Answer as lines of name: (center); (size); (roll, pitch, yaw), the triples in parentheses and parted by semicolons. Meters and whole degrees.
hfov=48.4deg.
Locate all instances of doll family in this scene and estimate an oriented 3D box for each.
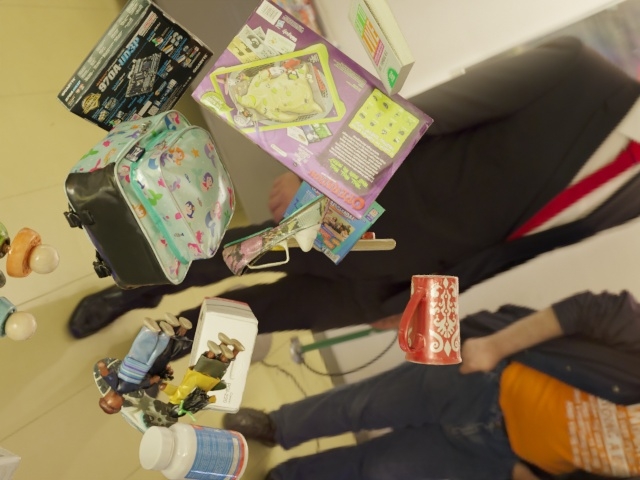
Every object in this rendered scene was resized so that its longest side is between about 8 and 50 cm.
doll family: (-0.170, 0.151, 0.804); (0.193, 0.111, 0.076); (31, 9, -37)

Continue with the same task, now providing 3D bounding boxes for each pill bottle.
pill bottle: (-0.283, 0.474, 1.588); (0.222, 0.124, 0.124); (22, 52, -39)

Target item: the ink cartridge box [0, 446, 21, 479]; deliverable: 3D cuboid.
ink cartridge box: (-0.823, 0.513, 1.632); (0.212, 0.154, 0.093); (59, 53, -73)

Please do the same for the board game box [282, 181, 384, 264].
board game box: (0.021, -0.055, 1.436); (0.160, 0.210, 0.047); (42, 60, 2)

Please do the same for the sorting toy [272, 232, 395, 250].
sorting toy: (0.000, 0.000, 1.739); (0.307, 0.229, 0.041); (-1, 92, -20)

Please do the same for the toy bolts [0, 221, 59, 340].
toy bolts: (-0.617, 0.096, 1.365); (0.218, 0.159, 0.228); (-75, -176, -74)

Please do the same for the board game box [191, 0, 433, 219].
board game box: (-0.013, -0.217, 1.185); (0.347, 0.208, 0.056); (37, -4, 0)

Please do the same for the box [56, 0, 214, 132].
box: (-0.304, -0.278, 1.194); (0.051, 0.220, 0.175); (43, 8, 30)

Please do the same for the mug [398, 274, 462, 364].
mug: (0.223, 0.155, 1.408); (0.150, 0.113, 0.169); (5, 87, -72)

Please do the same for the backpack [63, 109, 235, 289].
backpack: (-0.246, -0.078, 1.096); (0.253, 0.191, 0.225); (-79, 152, -56)

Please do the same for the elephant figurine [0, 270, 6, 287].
elephant figurine: (-0.537, 0.030, 1.022); (0.169, 0.239, 0.186); (-55, 149, -14)

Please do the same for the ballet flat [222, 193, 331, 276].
ballet flat: (-0.065, -0.002, 1.268); (0.079, 0.222, 0.077); (62, 0, 6)

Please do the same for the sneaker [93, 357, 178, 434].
sneaker: (-0.520, 0.443, 1.935); (0.283, 0.122, 0.110); (47, 49, 0)

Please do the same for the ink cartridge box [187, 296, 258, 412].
ink cartridge box: (-0.175, 0.191, 1.239); (0.218, 0.092, 0.158); (-169, -89, -78)

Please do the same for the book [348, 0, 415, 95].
book: (0.088, -0.298, 1.051); (0.144, 0.035, 0.096); (64, -12, 11)
